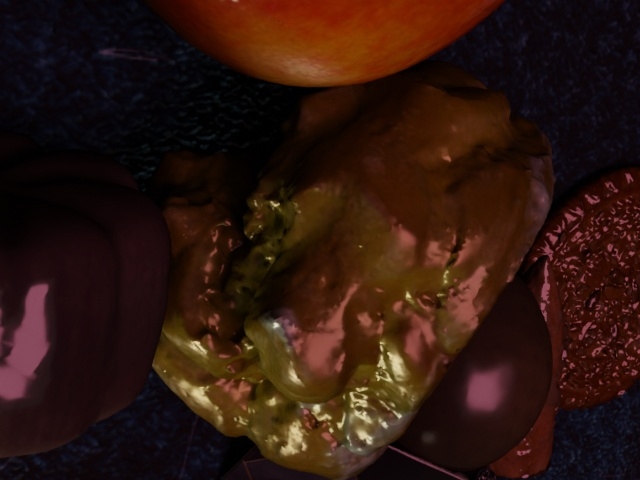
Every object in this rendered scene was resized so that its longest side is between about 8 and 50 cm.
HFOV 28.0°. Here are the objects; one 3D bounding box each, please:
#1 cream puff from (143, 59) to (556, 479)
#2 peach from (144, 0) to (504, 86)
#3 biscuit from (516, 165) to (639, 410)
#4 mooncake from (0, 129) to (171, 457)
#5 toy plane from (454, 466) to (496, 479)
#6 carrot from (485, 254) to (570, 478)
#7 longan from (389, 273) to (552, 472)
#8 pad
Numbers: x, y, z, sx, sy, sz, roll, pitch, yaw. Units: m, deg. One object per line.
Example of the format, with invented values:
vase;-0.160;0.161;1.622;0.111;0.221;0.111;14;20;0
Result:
cream puff;0.000;0.000;1.025;0.275;0.378;0.378;34;89;2
peach;0.018;-0.301;0.841;0.388;0.388;0.388;-15;119;-30
biscuit;0.330;0.060;1.458;0.305;0.038;0.305;-15;119;-30
mooncake;-0.255;0.022;0.869;0.306;0.306;0.154;-1;112;-35
toy plane;0.163;0.268;1.329;0.171;0.162;0.065;25;77;-29
carrot;0.214;0.131;1.350;0.102;0.102;0.263;-14;122;-30
longan;0.129;0.119;1.244;0.197;0.196;0.220;9;104;-38
pad;0.041;0.244;1.238;0.243;0.004;0.163;26;133;-17
